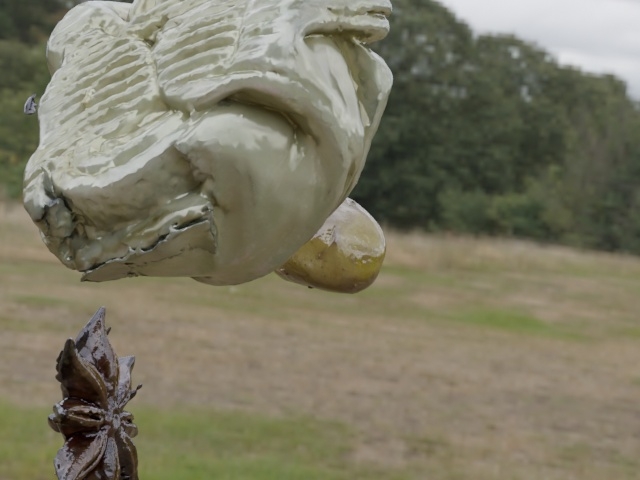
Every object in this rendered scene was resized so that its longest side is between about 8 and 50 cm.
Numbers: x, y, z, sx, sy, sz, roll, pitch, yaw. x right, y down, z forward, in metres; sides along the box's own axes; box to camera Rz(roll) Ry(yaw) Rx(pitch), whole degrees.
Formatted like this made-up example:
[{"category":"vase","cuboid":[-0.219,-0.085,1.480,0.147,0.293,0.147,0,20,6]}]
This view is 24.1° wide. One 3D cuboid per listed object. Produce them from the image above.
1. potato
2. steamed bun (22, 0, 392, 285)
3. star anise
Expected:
[{"category":"potato","cuboid":[0.000,0.000,1.897,0.176,0.137,0.137,8,2,33]},{"category":"steamed bun","cuboid":[-0.085,-0.103,1.328,0.346,0.394,0.237,17,-25,50]},{"category":"star anise","cuboid":[-0.285,0.214,1.787,0.102,0.272,0.272,-6,-1,14]}]
